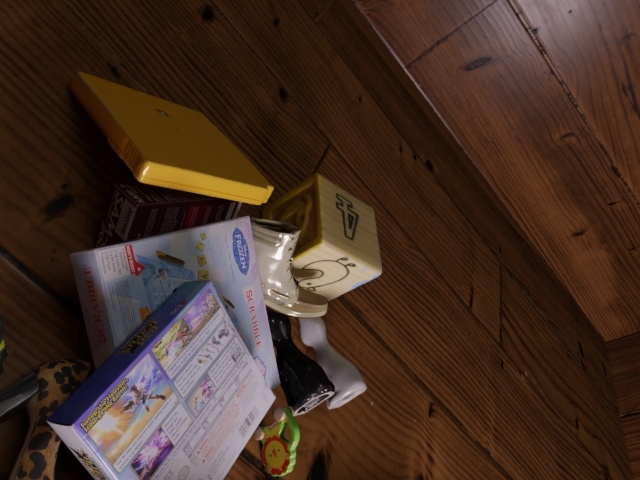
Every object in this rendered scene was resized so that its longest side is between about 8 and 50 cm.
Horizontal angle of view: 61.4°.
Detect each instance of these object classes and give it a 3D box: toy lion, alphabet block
[{"bbox_3d":[-0.071,0.355,0.941,0.034,0.100,0.096,12,37,-50],"label":"toy lion"},{"bbox_3d":[0.000,0.000,1.214,0.197,0.192,0.194,27,44,-39],"label":"alphabet block"}]

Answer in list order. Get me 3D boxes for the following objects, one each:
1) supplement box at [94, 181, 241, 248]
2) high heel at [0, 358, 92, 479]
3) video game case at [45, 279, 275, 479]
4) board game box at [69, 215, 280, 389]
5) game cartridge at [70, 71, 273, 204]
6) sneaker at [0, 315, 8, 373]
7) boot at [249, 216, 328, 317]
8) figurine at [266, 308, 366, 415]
[{"bbox_3d":[-0.257,-0.033,0.944,0.073,0.130,0.239,37,25,24],"label":"supplement box"},{"bbox_3d":[-0.311,0.279,0.678,0.261,0.093,0.186,52,40,4],"label":"high heel"},{"bbox_3d":[-0.195,0.231,0.749,0.269,0.061,0.244,-52,128,-46],"label":"video game case"},{"bbox_3d":[-0.208,0.140,0.861,0.318,0.065,0.319,-17,99,-56],"label":"board game box"},{"bbox_3d":[-0.268,-0.181,0.995,0.285,0.053,0.324,8,32,-49],"label":"game cartridge"},{"bbox_3d":[-0.426,0.139,0.702,0.035,0.031,0.083,39,41,-50],"label":"sneaker"},{"bbox_3d":[-0.063,0.054,1.058,0.213,0.165,0.077,18,16,-12],"label":"boot"},{"bbox_3d":[-0.021,0.228,1.083,0.215,0.092,0.209,17,37,-56],"label":"figurine"}]
